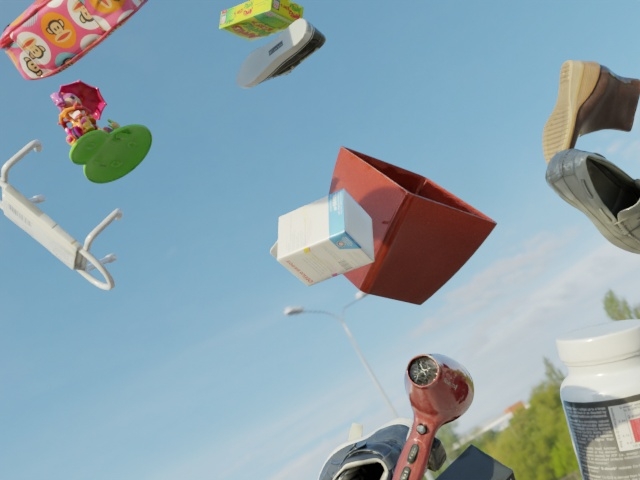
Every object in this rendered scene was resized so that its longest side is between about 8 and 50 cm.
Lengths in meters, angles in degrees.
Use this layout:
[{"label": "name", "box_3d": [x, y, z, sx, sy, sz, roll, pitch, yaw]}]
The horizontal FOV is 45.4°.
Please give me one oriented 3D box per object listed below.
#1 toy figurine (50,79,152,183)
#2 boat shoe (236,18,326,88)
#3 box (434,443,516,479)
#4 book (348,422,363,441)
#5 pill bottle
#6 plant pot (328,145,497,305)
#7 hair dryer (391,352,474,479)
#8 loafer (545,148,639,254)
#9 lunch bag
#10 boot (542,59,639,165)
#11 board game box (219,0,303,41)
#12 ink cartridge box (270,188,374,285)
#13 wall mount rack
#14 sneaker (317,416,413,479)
[{"label": "toy figurine", "box_3d": [-0.388, -0.196, 1.258, 0.130, 0.159, 0.173, -47, -17, 15]}, {"label": "boat shoe", "box_3d": [-0.083, -0.366, 1.565, 0.219, 0.078, 0.070, -25, -34, 36]}, {"label": "box", "box_3d": [0.213, 0.494, 1.243, 0.261, 0.103, 0.184, -36, -54, -22]}, {"label": "book", "box_3d": [0.054, 0.388, 1.363, 0.035, 0.096, 0.144, 12, -24, 8]}, {"label": "pill bottle", "box_3d": [0.446, 0.266, 1.123, 0.162, 0.279, 0.162, -14, -2, -1]}, {"label": "plant pot", "box_3d": [0.155, -0.016, 1.616, 0.267, 0.267, 0.236, 16, -73, -37]}, {"label": "hair dryer", "box_3d": [0.132, 0.243, 0.916, 0.224, 0.080, 0.294, -58, -31, -52]}, {"label": "loafer", "box_3d": [0.562, -0.065, 1.427, 0.112, 0.319, 0.111, -65, 20, -13]}, {"label": "lunch bag", "box_3d": [-0.425, -0.428, 1.397, 0.293, 0.258, 0.120, -21, -60, 29]}, {"label": "boot", "box_3d": [0.599, -0.259, 1.662, 0.206, 0.249, 0.090, 11, 0, -22]}, {"label": "board game box", "box_3d": [-0.133, -0.493, 1.696, 0.092, 0.043, 0.181, 12, -10, -43]}, {"label": "ink cartridge box", "box_3d": [0.000, 0.000, 1.205, 0.143, 0.090, 0.092, -21, -43, 25]}, {"label": "wall mount rack", "box_3d": [-0.512, -0.040, 1.510, 0.130, 0.350, 0.304, -50, 2, -29]}, {"label": "sneaker", "box_3d": [0.045, 0.368, 1.168, 0.226, 0.086, 0.163, -45, -7, 31]}]
